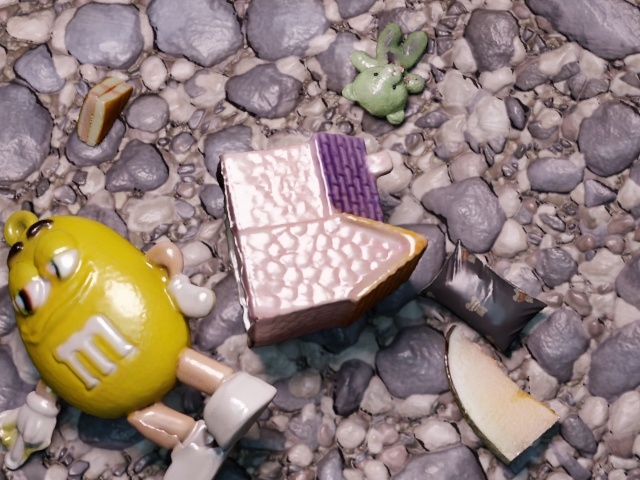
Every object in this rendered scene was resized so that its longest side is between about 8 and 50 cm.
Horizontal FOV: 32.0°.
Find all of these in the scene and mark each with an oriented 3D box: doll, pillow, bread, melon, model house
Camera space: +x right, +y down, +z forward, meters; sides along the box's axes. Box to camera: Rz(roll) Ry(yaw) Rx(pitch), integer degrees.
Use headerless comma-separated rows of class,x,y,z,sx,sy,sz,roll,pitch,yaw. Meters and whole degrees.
doll,-0.255,0.160,1.432,0.423,0.161,0.348,13,92,16
pillow,0.215,0.078,1.481,0.150,0.048,0.090,37,77,9
doll,0.097,-0.244,1.568,0.115,0.077,0.150,23,65,-2
bread,-0.310,-0.189,1.575,0.043,0.062,0.109,28,81,9
melon,0.213,0.199,1.448,0.182,0.054,0.098,43,75,12
model house,0.000,0.000,1.443,0.238,0.202,0.236,-11,70,-6
